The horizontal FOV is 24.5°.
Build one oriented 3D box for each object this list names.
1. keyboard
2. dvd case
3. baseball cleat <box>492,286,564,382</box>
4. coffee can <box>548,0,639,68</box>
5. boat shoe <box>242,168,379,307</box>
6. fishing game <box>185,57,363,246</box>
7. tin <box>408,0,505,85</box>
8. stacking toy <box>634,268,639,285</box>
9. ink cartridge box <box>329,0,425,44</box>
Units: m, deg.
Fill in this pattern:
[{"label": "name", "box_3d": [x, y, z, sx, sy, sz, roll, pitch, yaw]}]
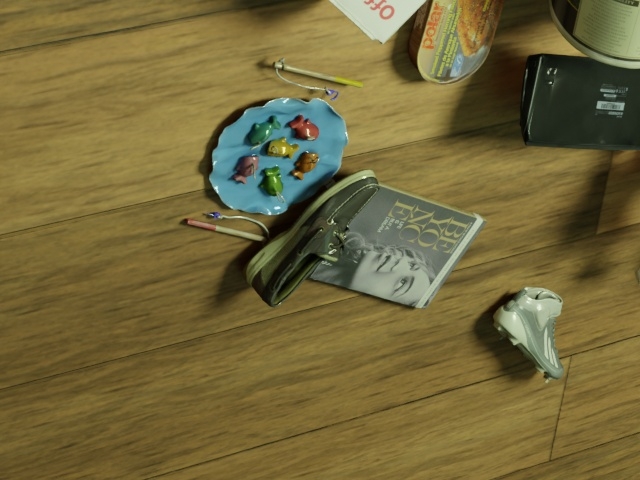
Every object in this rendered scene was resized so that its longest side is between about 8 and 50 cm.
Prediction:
[{"label": "keyboard", "box_3d": [0.383, -0.220, 1.949, 0.317, 0.033, 0.202, -1, 107, -41]}, {"label": "dvd case", "box_3d": [0.108, 0.009, 2.037, 0.221, 0.018, 0.164, 16, 117, -38]}, {"label": "baseball cleat", "box_3d": [0.343, 0.141, 2.248, 0.109, 0.072, 0.206, -46, 138, 2]}, {"label": "coffee can", "box_3d": [0.380, -0.360, 1.701, 0.201, 0.201, 0.275, -22, 152, -12]}, {"label": "boat shoe", "box_3d": [-0.001, 0.000, 1.915, 0.223, 0.073, 0.080, -41, 159, 12]}, {"label": "fishing game", "box_3d": [-0.048, -0.099, 1.841, 0.189, 0.041, 0.264, 14, 121, -38]}, {"label": "tin", "box_3d": [0.169, -0.281, 1.816, 0.106, 0.040, 0.190, -7, 129, -31]}, {"label": "stacking toy", "box_3d": [0.596, -0.059, 2.110, 0.309, 0.130, 0.279, -5, 155, -23]}, {"label": "ink cartridge box", "box_3d": [0.088, -0.403, 1.598, 0.306, 0.131, 0.226, -43, 136, 11]}]
